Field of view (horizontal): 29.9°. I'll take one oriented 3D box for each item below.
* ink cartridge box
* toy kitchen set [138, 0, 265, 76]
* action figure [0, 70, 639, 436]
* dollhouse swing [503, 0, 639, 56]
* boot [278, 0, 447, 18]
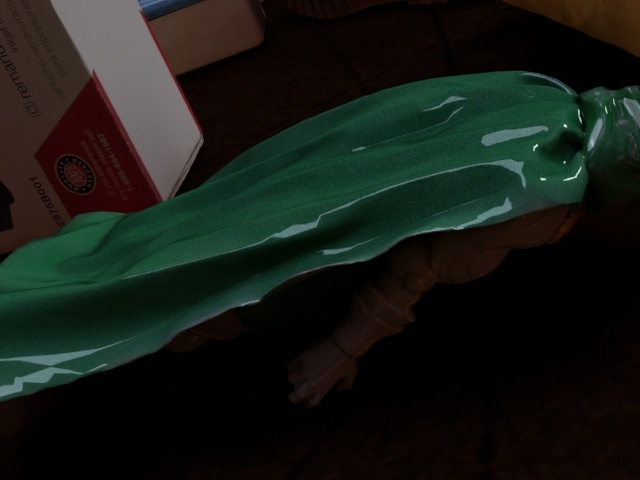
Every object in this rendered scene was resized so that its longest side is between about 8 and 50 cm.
[{"bbox_3d":[-0.161,-0.059,0.527,0.175,0.127,0.072,-14,30,20],"label":"ink cartridge box"},{"bbox_3d":[-0.118,-0.201,0.713,0.122,0.166,0.207,-20,26,8],"label":"toy kitchen set"},{"bbox_3d":[0.000,0.000,0.356,0.232,0.063,0.137,-17,25,22],"label":"action figure"},{"bbox_3d":[0.202,-0.242,0.345,0.315,0.304,0.347,-16,25,-11],"label":"dollhouse swing"},{"bbox_3d":[0.035,-0.162,0.647,0.158,0.059,0.084,8,36,34],"label":"boot"}]
